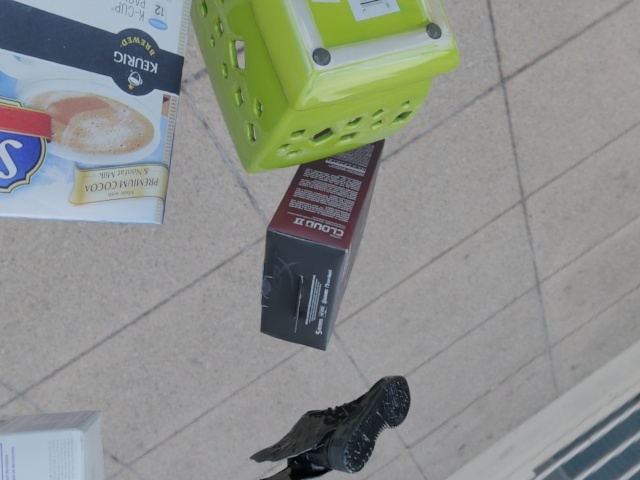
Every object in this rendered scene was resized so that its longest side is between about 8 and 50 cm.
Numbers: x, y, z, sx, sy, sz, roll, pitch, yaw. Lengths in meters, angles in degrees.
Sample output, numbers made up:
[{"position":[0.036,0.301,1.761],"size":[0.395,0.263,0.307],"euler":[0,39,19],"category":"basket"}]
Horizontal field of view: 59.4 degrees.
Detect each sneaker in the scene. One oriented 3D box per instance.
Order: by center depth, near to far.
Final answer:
[{"position":[0.017,0.182,0.551],"size":[0.170,0.089,0.051],"euler":[-28,104,-54],"category":"sneaker"}]

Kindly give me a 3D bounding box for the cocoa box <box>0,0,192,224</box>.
[{"position":[-0.325,-0.143,0.475],"size":[0.347,0.231,0.228],"euler":[1,99,-51],"category":"cocoa box"}]

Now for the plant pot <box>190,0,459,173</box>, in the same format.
[{"position":[0.005,-0.226,0.607],"size":[0.227,0.207,0.228],"euler":[-19,88,-21],"category":"plant pot"}]

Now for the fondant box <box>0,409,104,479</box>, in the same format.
[{"position":[-0.454,0.356,0.715],"size":[0.330,0.096,0.239],"euler":[-2,90,-7],"category":"fondant box"}]

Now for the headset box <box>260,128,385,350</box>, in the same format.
[{"position":[0.000,0.000,0.830],"size":[0.110,0.293,0.218],"euler":[15,134,6],"category":"headset box"}]
